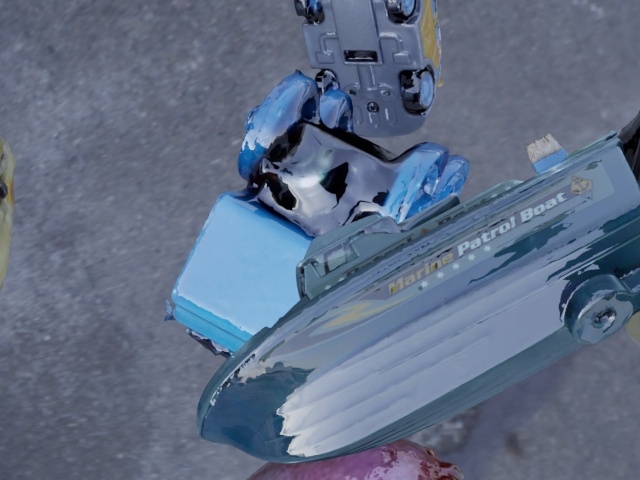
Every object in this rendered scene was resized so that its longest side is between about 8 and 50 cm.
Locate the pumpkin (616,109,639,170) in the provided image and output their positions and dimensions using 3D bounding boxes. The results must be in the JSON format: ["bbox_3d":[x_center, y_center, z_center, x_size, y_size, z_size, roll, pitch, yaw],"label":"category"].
[{"bbox_3d":[0.395,-0.021,1.233,0.315,0.315,0.238,24,38,-26],"label":"pumpkin"}]

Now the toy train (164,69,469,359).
[{"bbox_3d":[0.000,0.000,1.320,0.188,0.300,0.265,29,97,11],"label":"toy train"}]

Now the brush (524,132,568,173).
[{"bbox_3d":[0.338,-0.077,2.023,0.164,0.051,0.014,65,8,26],"label":"brush"}]

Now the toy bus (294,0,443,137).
[{"bbox_3d":[0.060,-0.223,1.510,0.136,0.126,0.209,-57,142,-49],"label":"toy bus"}]

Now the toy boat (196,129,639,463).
[{"bbox_3d":[0.059,0.042,0.852,0.296,0.122,0.114,-26,138,-2],"label":"toy boat"}]

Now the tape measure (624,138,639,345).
[{"bbox_3d":[0.255,-0.023,0.871,0.133,0.271,0.231,-2,102,-7],"label":"tape measure"}]

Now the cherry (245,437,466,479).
[{"bbox_3d":[0.032,0.257,1.312,0.192,0.250,0.175,18,81,-68],"label":"cherry"}]

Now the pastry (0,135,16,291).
[{"bbox_3d":[-0.457,-0.014,1.260,0.388,0.313,0.388,-3,90,-68],"label":"pastry"}]
